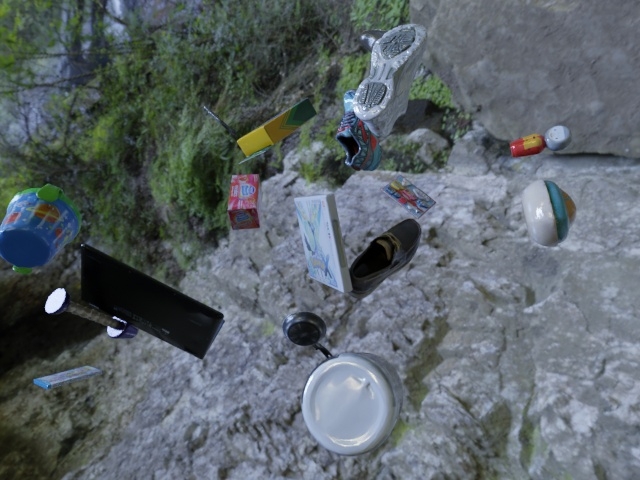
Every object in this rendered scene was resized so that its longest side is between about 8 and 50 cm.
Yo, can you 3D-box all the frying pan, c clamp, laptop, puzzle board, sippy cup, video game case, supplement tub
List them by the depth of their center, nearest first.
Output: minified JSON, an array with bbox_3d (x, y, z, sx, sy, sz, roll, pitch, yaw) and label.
[{"bbox_3d":[0.094,0.378,1.027,0.207,0.207,0.338,40,179,21],"label":"supplement tub"},{"bbox_3d":[0.239,-0.121,1.139,0.128,0.096,0.011,41,144,15],"label":"puzzle board"},{"bbox_3d":[-0.452,0.147,1.239,0.381,0.237,0.408,28,135,-5],"label":"laptop"},{"bbox_3d":[-0.828,0.448,1.393,0.119,0.166,0.015,-3,91,38],"label":"video game case"},{"bbox_3d":[0.000,0.000,1.395,0.329,0.036,0.301,-169,66,-70],"label":"video game case"},{"bbox_3d":[-0.342,-0.412,1.457,0.161,0.022,0.137,45,-177,26],"label":"c clamp"},{"bbox_3d":[-0.980,-0.029,1.458,0.224,0.239,0.306,-108,12,-55],"label":"sippy cup"},{"bbox_3d":[-0.059,0.446,1.878,0.053,0.197,0.327,-84,-16,-59],"label":"frying pan"}]

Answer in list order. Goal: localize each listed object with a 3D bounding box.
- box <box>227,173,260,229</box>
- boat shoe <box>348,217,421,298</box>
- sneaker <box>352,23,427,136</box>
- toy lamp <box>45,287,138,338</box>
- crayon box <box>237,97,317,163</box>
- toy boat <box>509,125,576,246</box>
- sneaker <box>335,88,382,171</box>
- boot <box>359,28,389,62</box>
[{"bbox_3d":[-0.337,-0.178,1.911,0.257,0.128,0.123,-95,3,-46],"label":"box"},{"bbox_3d":[0.219,0.046,1.388,0.132,0.355,0.130,39,158,15],"label":"boat shoe"},{"bbox_3d":[0.139,-0.303,0.813,0.090,0.232,0.115,24,170,29],"label":"sneaker"},{"bbox_3d":[-0.629,0.218,1.194,0.080,0.080,0.275,34,171,37],"label":"toy lamp"},{"bbox_3d":[-0.186,-0.434,1.671,0.203,0.323,0.083,-8,120,50],"label":"crayon box"},{"bbox_3d":[0.626,-0.142,1.159,0.147,0.267,0.319,-11,102,25],"label":"toy boat"},{"bbox_3d":[0.104,-0.340,1.282,0.104,0.125,0.262,-24,76,56],"label":"sneaker"},{"bbox_3d":[0.176,-0.569,1.251,0.219,0.106,0.082,39,134,27],"label":"boot"}]
